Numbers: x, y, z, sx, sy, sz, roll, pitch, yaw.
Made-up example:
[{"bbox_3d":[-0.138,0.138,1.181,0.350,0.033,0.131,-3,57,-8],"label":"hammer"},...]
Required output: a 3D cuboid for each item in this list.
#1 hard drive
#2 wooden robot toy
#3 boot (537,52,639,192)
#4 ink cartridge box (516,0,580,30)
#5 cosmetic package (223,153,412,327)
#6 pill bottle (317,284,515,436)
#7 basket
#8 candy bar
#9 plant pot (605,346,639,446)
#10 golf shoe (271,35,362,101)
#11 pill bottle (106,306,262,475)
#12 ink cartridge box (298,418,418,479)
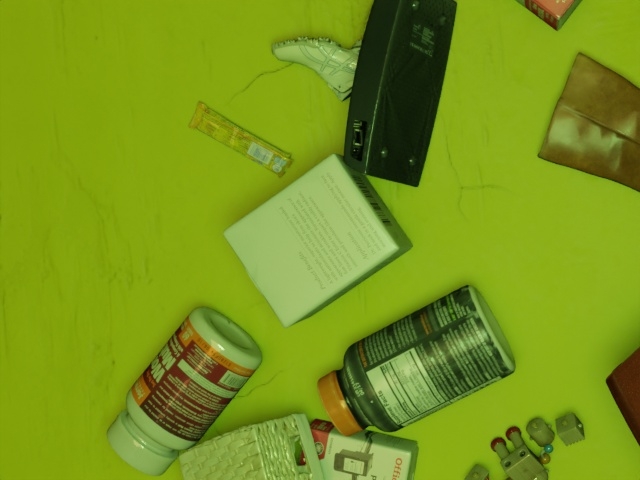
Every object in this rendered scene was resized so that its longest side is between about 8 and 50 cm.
[{"bbox_3d":[0.102,-0.204,1.451,0.054,0.172,0.254,13,93,30],"label":"hard drive"},{"bbox_3d":[0.279,0.293,1.490,0.173,0.076,0.079,-37,119,11],"label":"wooden robot toy"},{"bbox_3d":[0.453,-0.170,1.432,0.280,0.096,0.264,29,105,17],"label":"boot"},{"bbox_3d":[0.264,-0.412,1.439,0.237,0.100,0.172,39,98,8],"label":"ink cartridge box"},{"bbox_3d":[0.000,0.000,1.483,0.184,0.151,0.151,-34,84,11],"label":"cosmetic package"},{"bbox_3d":[0.120,0.167,1.474,0.246,0.130,0.130,-28,86,12],"label":"pill bottle"},{"bbox_3d":[-0.096,0.307,1.501,0.167,0.103,0.113,-27,71,35],"label":"basket"},{"bbox_3d":[-0.112,-0.139,1.571,0.161,0.018,0.040,30,101,9],"label":"candy bar"},{"bbox_3d":[0.496,0.191,1.342,0.267,0.267,0.235,-45,71,10],"label":"plant pot"},{"bbox_3d":[0.016,-0.232,1.518,0.176,0.069,0.086,8,100,13],"label":"golf shoe"},{"bbox_3d":[-0.190,0.209,1.546,0.121,0.121,0.221,40,99,8],"label":"pill bottle"},{"bbox_3d":[0.049,0.316,1.528,0.151,0.063,0.109,11,94,12],"label":"ink cartridge box"}]
